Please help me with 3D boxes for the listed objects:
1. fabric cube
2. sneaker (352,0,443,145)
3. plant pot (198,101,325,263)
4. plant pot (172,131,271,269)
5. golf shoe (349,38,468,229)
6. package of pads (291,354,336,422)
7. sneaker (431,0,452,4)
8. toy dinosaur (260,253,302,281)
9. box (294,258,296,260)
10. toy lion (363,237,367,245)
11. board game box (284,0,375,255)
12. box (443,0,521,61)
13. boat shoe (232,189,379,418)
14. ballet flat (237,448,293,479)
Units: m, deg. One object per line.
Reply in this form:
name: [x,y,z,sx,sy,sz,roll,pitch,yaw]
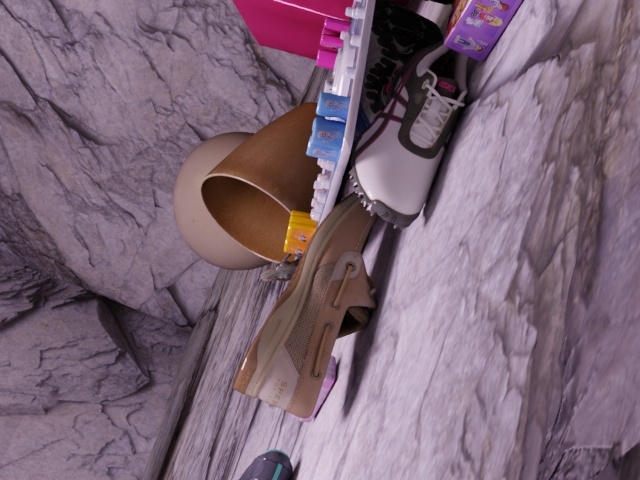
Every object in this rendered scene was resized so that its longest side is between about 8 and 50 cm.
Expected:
fabric cube: [0.015,-0.488,2.257,0.254,0.258,0.259,52,-122,-69]
sneaker: [0.088,-0.231,1.788,0.147,0.129,0.330,-57,13,43]
plant pot: [-0.055,-0.126,2.241,0.254,0.237,0.237,-55,2,-26]
plant pot: [-0.128,-0.080,2.422,0.191,0.284,0.284,1,68,65]
golf shoe: [0.112,-0.139,1.465,0.120,0.105,0.273,-47,21,50]
package of pads: [-0.008,0.190,1.584,0.050,0.032,0.083,-77,12,-59]
sneaker: [0.120,-0.383,1.756,0.118,0.222,0.083,-80,-26,-48]
toy dinosaur: [0.000,0.000,1.851,0.268,0.064,0.118,-48,-1,-32]
box: [-0.013,0.038,2.024,0.178,0.042,0.109,-85,20,-67]
toy lion: [0.040,0.023,1.767,0.096,0.034,0.100,-55,13,28]
board game box: [0.019,-0.214,1.643,0.390,0.050,0.390,107,173,-67]
box: [0.239,-0.378,1.422,0.293,0.057,0.201,120,169,-45]
boat shoe: [0.010,0.078,1.518,0.341,0.110,0.122,-60,-5,-37]
ballet flat: [-0.096,0.350,1.605,0.074,0.074,0.203,-75,13,-46]
